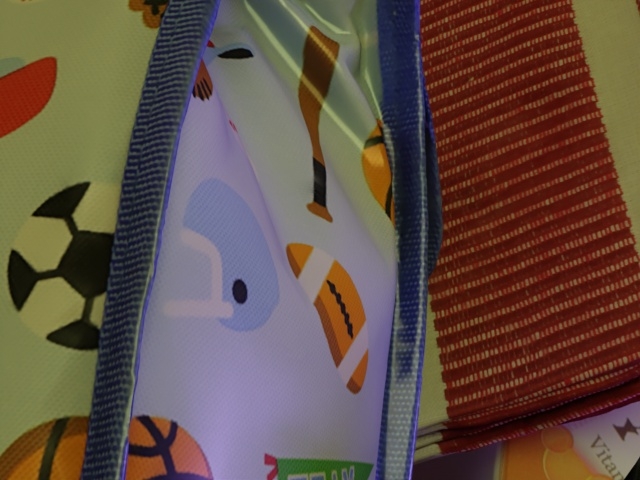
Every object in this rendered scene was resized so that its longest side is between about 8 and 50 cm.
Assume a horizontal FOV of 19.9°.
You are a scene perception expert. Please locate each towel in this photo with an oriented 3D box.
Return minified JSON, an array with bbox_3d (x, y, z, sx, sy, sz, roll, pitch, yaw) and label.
[{"bbox_3d":[0.000,0.000,0.751,0.329,0.037,0.237,-21,49,16],"label":"towel"}]

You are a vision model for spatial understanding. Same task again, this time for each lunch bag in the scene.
[{"bbox_3d":[-0.138,0.030,0.619,0.328,0.239,0.385,-4,68,23],"label":"lunch bag"}]

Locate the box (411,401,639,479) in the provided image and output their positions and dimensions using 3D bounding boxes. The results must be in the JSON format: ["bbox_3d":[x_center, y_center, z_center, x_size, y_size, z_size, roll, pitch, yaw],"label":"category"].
[{"bbox_3d":[0.140,0.201,0.723,0.215,0.168,0.345,13,58,-8],"label":"box"}]

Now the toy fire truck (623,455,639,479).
[{"bbox_3d":[0.182,0.204,0.564,0.217,0.158,0.246,4,50,-14],"label":"toy fire truck"}]
